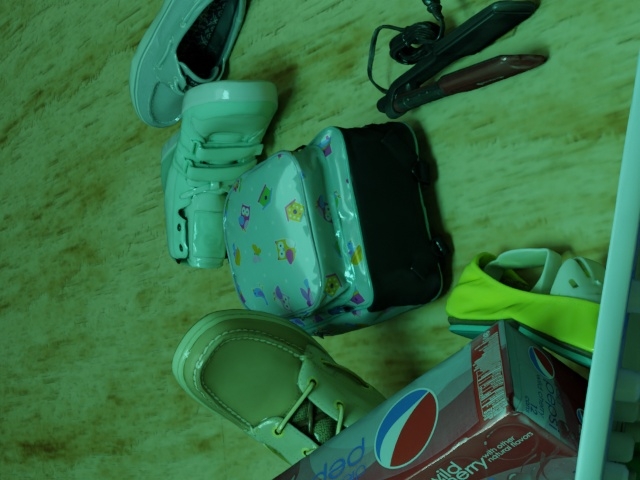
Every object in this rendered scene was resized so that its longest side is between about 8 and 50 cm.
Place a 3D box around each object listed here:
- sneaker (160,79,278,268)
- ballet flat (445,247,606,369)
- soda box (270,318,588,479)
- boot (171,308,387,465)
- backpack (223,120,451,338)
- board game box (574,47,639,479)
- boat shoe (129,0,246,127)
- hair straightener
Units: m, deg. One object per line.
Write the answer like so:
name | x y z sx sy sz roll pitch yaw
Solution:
sneaker | -0.093 -0.056 1.582 0.256 0.094 0.151 132 134 -66
ballet flat | 0.164 0.046 1.150 0.231 0.077 0.077 12 81 63
soda box | 0.062 0.169 1.114 0.263 0.092 0.083 -38 32 29
boot | 0.020 0.161 1.263 0.095 0.262 0.203 -51 39 2
backpack | 0.000 0.000 1.371 0.188 0.144 0.165 -31 71 61
board game box | 0.182 0.010 0.841 0.390 0.050 0.390 -19 -63 -75
boat shoe | -0.135 -0.188 1.660 0.227 0.079 0.081 -63 37 39
hair straightener | 0.097 -0.154 1.282 0.230 0.047 0.089 161 103 -66
